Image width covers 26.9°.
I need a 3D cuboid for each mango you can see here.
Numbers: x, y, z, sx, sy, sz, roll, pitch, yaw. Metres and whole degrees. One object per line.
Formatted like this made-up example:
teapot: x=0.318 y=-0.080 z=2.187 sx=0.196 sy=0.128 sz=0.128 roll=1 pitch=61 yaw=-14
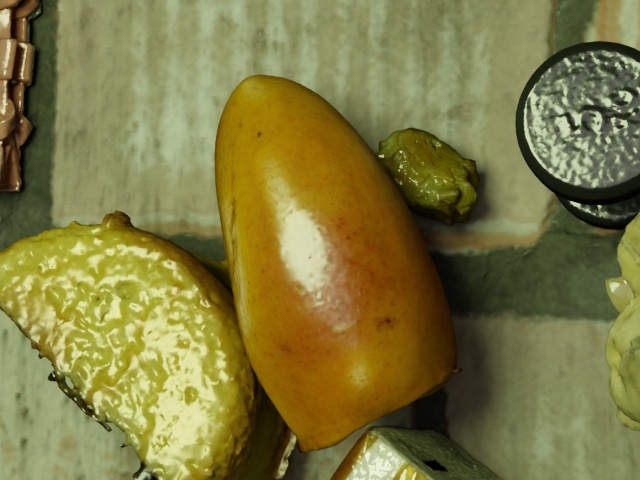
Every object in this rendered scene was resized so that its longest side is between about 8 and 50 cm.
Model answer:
mango: x=0.000 y=0.000 z=0.934 sx=0.138 sy=0.187 sz=0.257 roll=-22 pitch=91 yaw=11

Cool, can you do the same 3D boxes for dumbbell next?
dumbbell: x=0.191 y=-0.064 z=0.893 sx=0.100 sy=0.191 sz=0.100 roll=-2 pitch=84 yaw=17

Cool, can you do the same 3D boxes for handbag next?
handbag: x=-0.313 y=-0.147 z=1.109 sx=0.157 sy=0.059 sz=0.212 roll=1 pitch=85 yaw=16

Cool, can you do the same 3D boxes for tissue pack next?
tissue pack: x=0.021 y=0.238 z=0.916 sx=0.092 sy=0.183 sz=0.226 roll=35 pitch=95 yaw=24

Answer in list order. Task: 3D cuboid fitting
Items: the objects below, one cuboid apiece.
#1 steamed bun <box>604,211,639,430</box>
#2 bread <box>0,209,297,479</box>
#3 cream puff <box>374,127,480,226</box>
steamed bun: x=0.304 y=0.035 z=0.861 sx=0.292 sy=0.137 sz=0.295 roll=-28 pitch=102 yaw=-10
bread: x=-0.115 y=0.072 z=0.987 sx=0.147 sy=0.160 sz=0.260 roll=-45 pitch=69 yaw=1
cream puff: x=0.077 y=-0.044 z=0.990 sx=0.083 sy=0.058 sz=0.083 roll=11 pitch=47 yaw=-8
